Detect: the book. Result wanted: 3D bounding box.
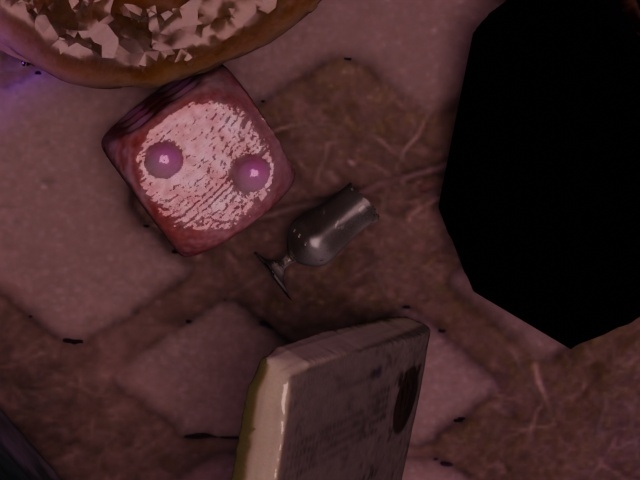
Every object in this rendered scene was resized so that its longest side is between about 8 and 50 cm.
[{"bbox_3d":[-0.008,0.226,1.188,0.035,0.239,0.352,13,99,22],"label":"book"}]

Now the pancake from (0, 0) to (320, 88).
[{"bbox_3d":[-0.107,-0.268,1.092,0.356,0.065,0.356,-2,99,-14],"label":"pancake"}]

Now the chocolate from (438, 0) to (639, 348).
[{"bbox_3d":[0.218,-0.059,1.208,0.177,0.206,0.224,-11,120,-39],"label":"chocolate"}]

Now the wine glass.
[{"bbox_3d":[0.000,0.000,1.233,0.083,0.042,0.039,-37,134,-5],"label":"wine glass"}]

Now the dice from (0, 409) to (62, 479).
[{"bbox_3d":[-0.292,0.245,1.061,0.330,0.348,0.328,-41,103,-3],"label":"dice"}]

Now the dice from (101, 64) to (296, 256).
[{"bbox_3d":[-0.076,-0.051,1.181,0.094,0.093,0.091,-37,105,-5],"label":"dice"}]
